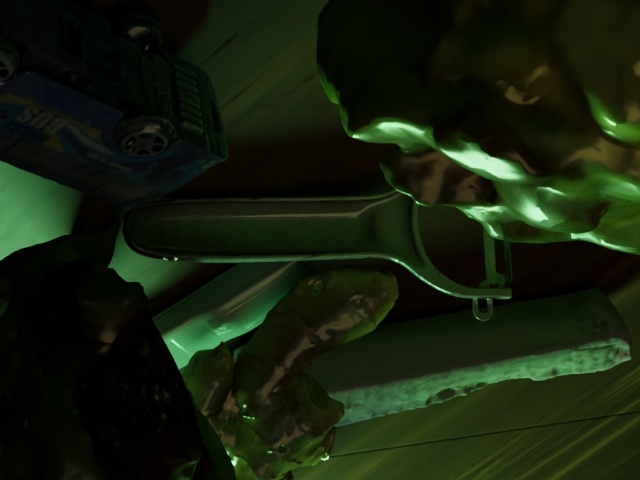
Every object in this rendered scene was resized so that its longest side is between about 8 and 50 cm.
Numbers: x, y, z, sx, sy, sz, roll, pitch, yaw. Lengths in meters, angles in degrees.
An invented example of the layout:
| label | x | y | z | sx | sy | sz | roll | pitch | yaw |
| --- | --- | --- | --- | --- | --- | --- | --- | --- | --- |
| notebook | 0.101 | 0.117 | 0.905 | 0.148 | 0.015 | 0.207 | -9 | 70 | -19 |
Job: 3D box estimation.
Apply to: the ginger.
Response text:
| label | x | y | z | sx | sy | sz | roll | pitch | yaw |
| --- | --- | --- | --- | --- | --- | --- | --- | --- | --- |
| ginger | -0.017 | 0.105 | 0.959 | 0.214 | 0.059 | 0.133 | -39 | 109 | 5 |

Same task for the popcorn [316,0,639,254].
| label | x | y | z | sx | sy | sz | roll | pitch | yaw |
| --- | --- | --- | --- | --- | --- | --- | --- | --- | --- |
| popcorn | 0.130 | -0.116 | 0.670 | 0.293 | 0.237 | 0.293 | 7 | 178 | 0 |

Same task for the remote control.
| label | x | y | z | sx | sy | sz | roll | pitch | yaw |
| --- | --- | --- | --- | --- | --- | --- | --- | --- | --- |
| remote control | -0.076 | 0.057 | 0.963 | 0.162 | 0.029 | 0.061 | -33 | 144 | 8 |

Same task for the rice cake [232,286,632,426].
| label | x | y | z | sx | sy | sz | roll | pitch | yaw |
| --- | --- | --- | --- | --- | --- | --- | --- | --- | --- |
| rice cake | 0.096 | 0.100 | 1.098 | 0.399 | 0.070 | 0.064 | -8 | 139 | -24 |

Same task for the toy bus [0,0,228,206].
| label | x | y | z | sx | sy | sz | roll | pitch | yaw |
| --- | --- | --- | --- | --- | --- | --- | --- | --- | --- |
| toy bus | -0.156 | -0.089 | 0.679 | 0.094 | 0.079 | 0.236 | -25 | 150 | 30 |

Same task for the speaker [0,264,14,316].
| label | x | y | z | sx | sy | sz | roll | pitch | yaw |
| --- | --- | --- | --- | --- | --- | --- | --- | --- | --- |
| speaker | -0.282 | -0.015 | 0.530 | 0.198 | 0.259 | 0.329 | 1 | 139 | -42 |

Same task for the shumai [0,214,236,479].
| label | x | y | z | sx | sy | sz | roll | pitch | yaw |
| --- | --- | --- | --- | --- | --- | --- | --- | --- | --- |
| shumai | -0.175 | 0.142 | 0.758 | 0.292 | 0.329 | 0.288 | -30 | 151 | 28 |

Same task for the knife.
| label | x | y | z | sx | sy | sz | roll | pitch | yaw |
| --- | --- | --- | --- | --- | --- | --- | --- | --- | --- |
| knife | -0.001 | 0.000 | 0.891 | 0.278 | 0.123 | 0.053 | -2 | 171 | -19 |
